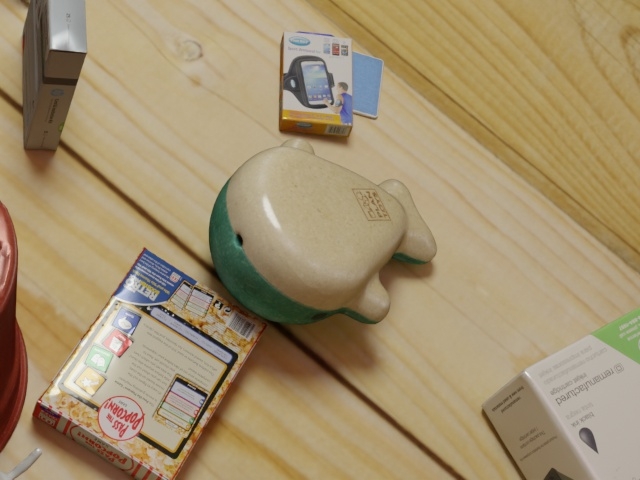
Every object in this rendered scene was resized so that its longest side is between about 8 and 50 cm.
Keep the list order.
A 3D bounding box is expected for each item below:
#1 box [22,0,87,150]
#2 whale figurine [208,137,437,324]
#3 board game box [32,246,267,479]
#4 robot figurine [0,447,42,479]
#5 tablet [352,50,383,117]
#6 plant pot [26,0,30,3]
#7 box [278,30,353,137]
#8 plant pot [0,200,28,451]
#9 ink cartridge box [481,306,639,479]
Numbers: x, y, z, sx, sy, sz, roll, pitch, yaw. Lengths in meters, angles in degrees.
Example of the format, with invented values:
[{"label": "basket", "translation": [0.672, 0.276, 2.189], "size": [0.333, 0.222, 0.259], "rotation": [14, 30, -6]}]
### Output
[{"label": "box", "translation": [-0.267, -0.196, 1.286], "size": [0.038, 0.186, 0.145], "rotation": [3, 63, -21]}, {"label": "whale figurine", "translation": [0.000, 0.000, 1.334], "size": [0.272, 0.141, 0.216], "rotation": [-8, 64, -50]}, {"label": "board game box", "translation": [-0.161, 0.122, 1.243], "size": [0.147, 0.045, 0.193], "rotation": [33, 58, -2]}, {"label": "robot figurine", "translation": [-0.365, 0.248, 0.929], "size": [0.353, 0.200, 0.300], "rotation": [-10, 110, -19]}, {"label": "tablet", "translation": [0.044, -0.182, 1.497], "size": [0.054, 0.006, 0.083], "rotation": [15, 61, -12]}, {"label": "plant pot", "translation": [-0.313, -0.343, 1.400], "size": [0.096, 0.109, 0.109], "rotation": [35, 57, 15]}, {"label": "box", "translation": [-0.005, -0.184, 1.463], "size": [0.081, 0.028, 0.136], "rotation": [5, 64, -10]}, {"label": "plant pot", "translation": [-0.364, 0.061, 1.073], "size": [0.272, 0.265, 0.272], "rotation": [9, 61, -16]}, {"label": "ink cartridge box", "translation": [0.327, 0.228, 1.321], "size": [0.198, 0.115, 0.273], "rotation": [-24, 74, -28]}]
